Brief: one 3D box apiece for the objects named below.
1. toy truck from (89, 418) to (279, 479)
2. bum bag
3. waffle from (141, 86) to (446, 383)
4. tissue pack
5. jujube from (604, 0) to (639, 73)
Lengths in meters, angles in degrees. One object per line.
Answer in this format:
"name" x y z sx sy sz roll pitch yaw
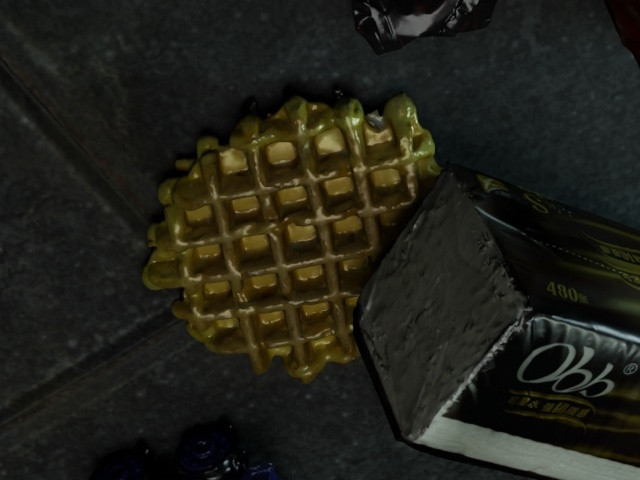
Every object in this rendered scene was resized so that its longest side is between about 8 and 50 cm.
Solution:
"toy truck" -0.128 0.302 1.559 0.213 0.177 0.161 -19 124 8
"bum bag" 0.090 -0.193 1.325 0.124 0.034 0.058 -11 114 4
"waffle" -0.007 0.007 1.439 0.329 0.062 0.329 -2 123 -3
"tissue pack" 0.238 0.104 1.391 0.370 0.210 0.198 17 118 -30
"jujube" 0.329 -0.239 1.179 0.276 0.276 0.377 -23 123 12
